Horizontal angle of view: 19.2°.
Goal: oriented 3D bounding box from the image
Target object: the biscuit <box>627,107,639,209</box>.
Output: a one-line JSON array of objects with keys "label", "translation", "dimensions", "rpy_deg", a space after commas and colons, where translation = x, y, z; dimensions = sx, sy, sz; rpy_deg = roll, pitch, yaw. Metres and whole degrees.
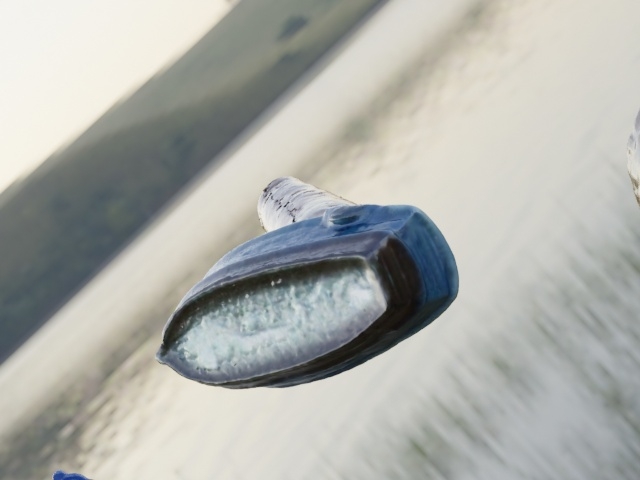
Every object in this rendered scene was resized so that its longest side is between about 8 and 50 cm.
[{"label": "biscuit", "translation": [0.341, -0.090, 0.965], "dimensions": [0.381, 0.359, 0.074], "rpy_deg": [-14, 31, 0]}]

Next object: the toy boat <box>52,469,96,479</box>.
[{"label": "toy boat", "translation": [-0.147, 0.242, 1.462], "dimensions": [0.091, 0.175, 0.110], "rpy_deg": [-37, 8, 13]}]

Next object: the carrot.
[{"label": "carrot", "translation": [0.000, 0.000, 0.956], "dimensions": [0.055, 0.055, 0.161], "rpy_deg": [-43, 16, 0]}]

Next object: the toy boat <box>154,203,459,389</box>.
[{"label": "toy boat", "translation": [-0.006, 0.023, 0.715], "dimensions": [0.137, 0.060, 0.061], "rpy_deg": [-25, 0, 36]}]
